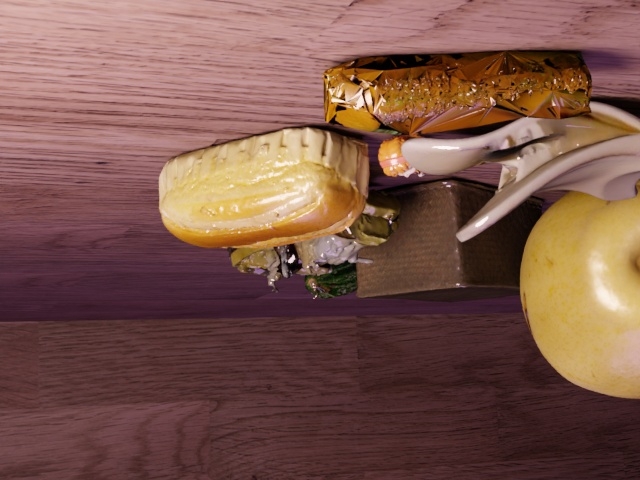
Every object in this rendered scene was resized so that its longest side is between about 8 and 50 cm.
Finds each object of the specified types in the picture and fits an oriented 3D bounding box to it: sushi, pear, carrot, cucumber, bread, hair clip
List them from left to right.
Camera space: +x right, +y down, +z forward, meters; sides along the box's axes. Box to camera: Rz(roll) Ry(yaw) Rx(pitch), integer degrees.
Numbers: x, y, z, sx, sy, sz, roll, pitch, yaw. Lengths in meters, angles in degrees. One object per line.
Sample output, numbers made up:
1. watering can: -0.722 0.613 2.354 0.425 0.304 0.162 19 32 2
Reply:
1. bread: -0.062 -0.050 1.082 0.236 0.106 0.140 -10 166 34
2. sushi: 0.000 -0.007 1.303 0.139 0.131 0.291 6 159 -34
3. cucumber: 0.063 0.033 1.475 0.077 0.077 0.265 -13 -172 46
4. carrot: 0.117 -0.126 0.831 0.229 0.069 0.069 -3 171 -3
5. hair clip: 0.229 -0.080 1.024 0.282 0.113 0.172 -15 173 -13
6. pear: 0.411 0.055 1.290 0.309 0.309 0.309 -3 171 0

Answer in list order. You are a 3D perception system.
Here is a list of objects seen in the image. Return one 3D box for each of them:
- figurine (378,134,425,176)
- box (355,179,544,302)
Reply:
1. figurine: 0.103 -0.090 1.078 0.064 0.047 0.109 -15 169 38
2. box: 0.190 0.009 1.412 0.184 0.143 0.273 -10 169 37
